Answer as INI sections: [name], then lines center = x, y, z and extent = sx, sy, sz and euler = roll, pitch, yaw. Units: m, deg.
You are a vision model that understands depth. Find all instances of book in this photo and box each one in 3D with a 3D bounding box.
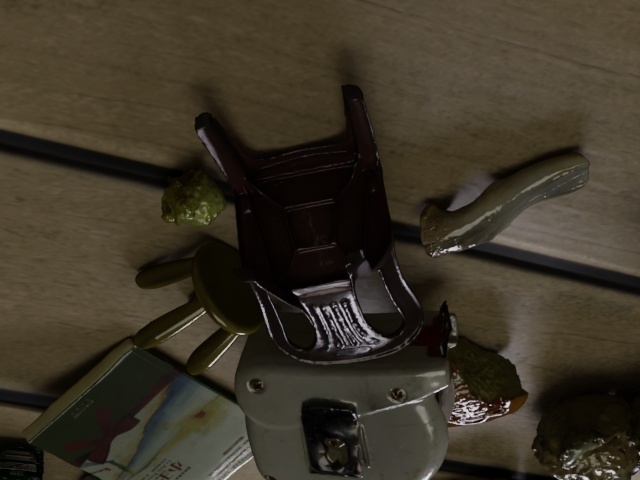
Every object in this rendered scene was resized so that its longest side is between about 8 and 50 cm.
[book]
center = -0.210, 0.244, 1.848
extent = 0.201, 0.026, 0.289
euler = -42, 132, 14

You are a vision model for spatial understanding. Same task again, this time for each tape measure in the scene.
[tape measure]
center = 0.037, 0.195, 1.716
extent = 0.258, 0.130, 0.265
euler = -1, 124, 12

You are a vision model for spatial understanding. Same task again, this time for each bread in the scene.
[bread]
center = 0.170, 0.184, 1.821
extent = 0.156, 0.086, 0.125
euler = 22, 135, -30

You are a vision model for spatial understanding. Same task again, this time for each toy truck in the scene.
[toy truck]
center = -0.432, 0.381, 1.943
extent = 0.088, 0.121, 0.259
euler = 8, 140, -20

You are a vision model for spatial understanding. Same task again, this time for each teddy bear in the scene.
[teddy bear]
center = 0.409, 0.268, 1.915
extent = 0.256, 0.156, 0.267
euler = -9, 172, -4

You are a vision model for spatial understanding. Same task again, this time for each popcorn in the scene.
[popcorn]
center = -0.131, -0.045, 1.497
extent = 0.068, 0.060, 0.083
euler = 2, 176, 1

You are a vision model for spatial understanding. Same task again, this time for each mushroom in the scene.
[mushroom]
center = 0.200, -0.043, 1.574
extent = 0.202, 0.054, 0.059
euler = -27, 144, 16

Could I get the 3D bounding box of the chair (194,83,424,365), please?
[chair]
center = 0.000, 0.000, 1.495
extent = 0.175, 0.183, 0.326
euler = -10, 160, 6

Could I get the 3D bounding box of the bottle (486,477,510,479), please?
[bottle]
center = 0.165, 0.425, 2.106
extent = 0.260, 0.112, 0.112
euler = -16, 141, 11

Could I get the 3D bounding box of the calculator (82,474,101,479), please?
[calculator]
center = -0.321, 0.430, 2.009
extent = 0.045, 0.141, 0.246
euler = -3, 145, -28

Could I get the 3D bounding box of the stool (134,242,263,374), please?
[stool]
center = -0.136, 0.073, 1.612
extent = 0.110, 0.134, 0.135
euler = -31, -179, 31
